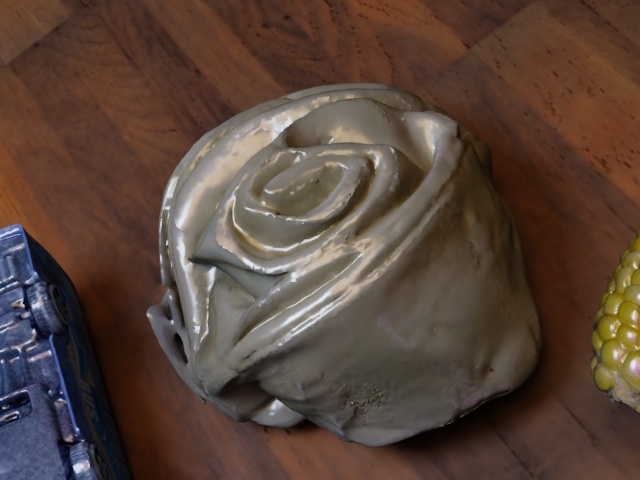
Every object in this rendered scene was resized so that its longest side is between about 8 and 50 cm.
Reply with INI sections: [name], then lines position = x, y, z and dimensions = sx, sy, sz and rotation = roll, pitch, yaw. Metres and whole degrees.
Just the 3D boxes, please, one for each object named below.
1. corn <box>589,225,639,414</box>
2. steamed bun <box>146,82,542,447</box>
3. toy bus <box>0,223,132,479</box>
[corn]
position = 0.224, -0.035, 0.660
dimensions = 0.101, 0.101, 0.291
rotation = 24, 72, 30
[steamed bun]
position = -0.002, 0.000, 0.696
dimensions = 0.211, 0.144, 0.218
rotation = -15, 57, 13
[toy bus]
position = -0.160, 0.109, 0.725
dimensions = 0.079, 0.094, 0.236
rotation = -23, 58, 0
